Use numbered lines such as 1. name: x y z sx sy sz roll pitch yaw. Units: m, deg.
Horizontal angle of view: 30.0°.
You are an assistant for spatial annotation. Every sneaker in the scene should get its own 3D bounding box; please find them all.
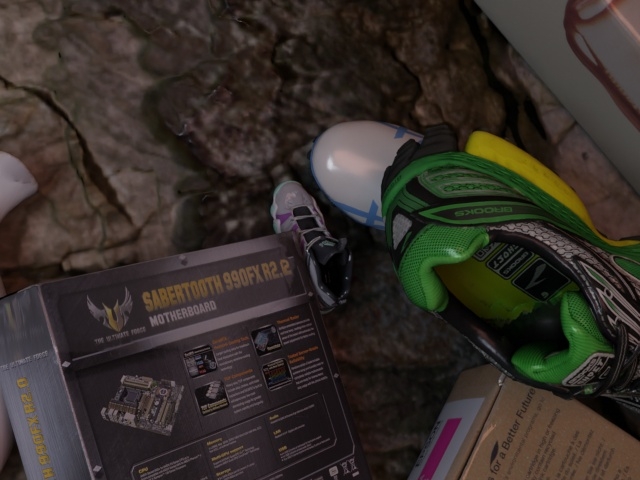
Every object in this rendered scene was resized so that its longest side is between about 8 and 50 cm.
1. sneaker: 0.105 -0.027 0.861 0.237 0.086 0.085 23 74 -14
2. sneaker: 0.185 0.066 0.778 0.344 0.134 0.146 26 33 -10
3. sneaker: 0.000 0.000 0.823 0.038 0.069 0.098 -19 87 -23

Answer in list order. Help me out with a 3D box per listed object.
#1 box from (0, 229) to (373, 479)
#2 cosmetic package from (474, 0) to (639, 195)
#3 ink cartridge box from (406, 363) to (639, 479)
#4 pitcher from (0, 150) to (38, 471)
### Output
1. box: -0.077 0.100 0.727 0.231 0.056 0.183 -14 85 -53
2. cosmetic package: 0.284 -0.138 0.925 0.296 0.129 0.153 47 70 -7
3. ink cartridge box: 0.140 0.231 0.824 0.193 0.088 0.234 34 71 -11
4. pitcher: -0.262 0.054 0.698 0.178 0.125 0.207 0 69 0
